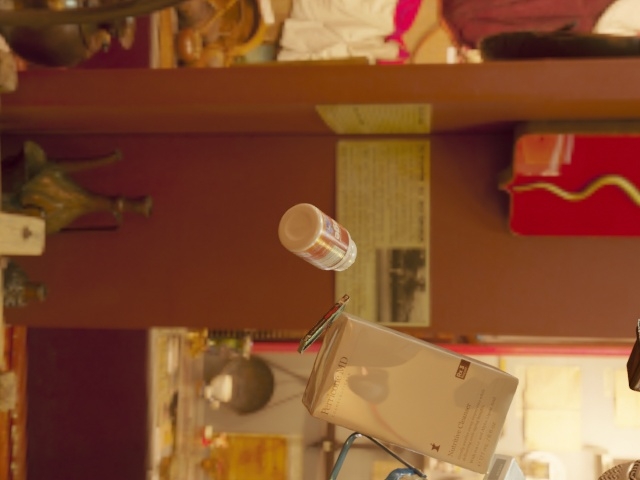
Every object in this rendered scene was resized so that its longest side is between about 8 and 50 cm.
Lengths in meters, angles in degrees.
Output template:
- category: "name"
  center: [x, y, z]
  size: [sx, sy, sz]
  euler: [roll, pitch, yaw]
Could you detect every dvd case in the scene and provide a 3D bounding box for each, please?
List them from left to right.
- category: "dvd case"
  center: [0.005, 0.152, 1.664]
  size: [0.119, 0.013, 0.087]
  euler: [-46, 171, -20]

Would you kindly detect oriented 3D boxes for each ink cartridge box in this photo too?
- category: "ink cartridge box"
  center: [0.393, 0.591, 1.940]
  size: [0.181, 0.056, 0.225]
  euler: [-56, 131, -34]

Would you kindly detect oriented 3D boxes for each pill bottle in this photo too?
- category: "pill bottle"
  center: [0.000, 0.000, 2.235]
  size: [0.216, 0.121, 0.121]
  euler: [33, 55, -55]

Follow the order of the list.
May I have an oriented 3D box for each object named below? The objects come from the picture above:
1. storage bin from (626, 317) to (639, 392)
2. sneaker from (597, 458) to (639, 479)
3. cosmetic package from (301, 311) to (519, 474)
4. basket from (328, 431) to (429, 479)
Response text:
- category: "storage bin"
  center: [0.510, 0.176, 1.329]
  size: [0.098, 0.135, 0.091]
  euler: [-76, 179, -49]
- category: "sneaker"
  center: [0.629, 0.472, 1.467]
  size: [0.137, 0.365, 0.210]
  euler: [-61, 146, -58]
- category: "cosmetic package"
  center: [0.178, 0.304, 1.863]
  size: [0.156, 0.384, 0.217]
  euler: [-165, -87, -79]
- category: "basket"
  center: [0.121, 0.534, 1.759]
  size: [0.201, 0.289, 0.255]
  euler: [35, 79, -52]
